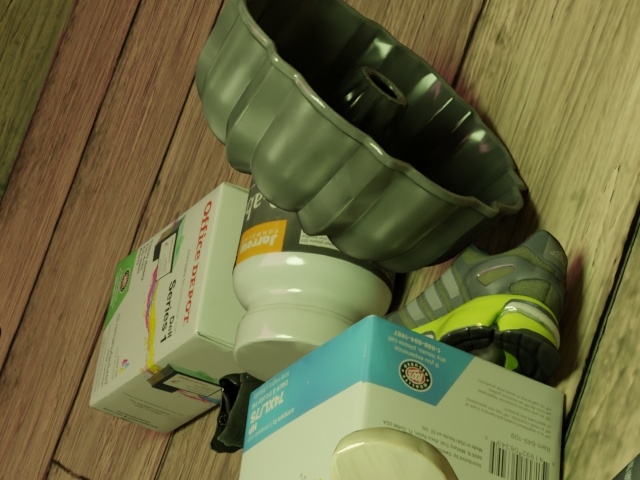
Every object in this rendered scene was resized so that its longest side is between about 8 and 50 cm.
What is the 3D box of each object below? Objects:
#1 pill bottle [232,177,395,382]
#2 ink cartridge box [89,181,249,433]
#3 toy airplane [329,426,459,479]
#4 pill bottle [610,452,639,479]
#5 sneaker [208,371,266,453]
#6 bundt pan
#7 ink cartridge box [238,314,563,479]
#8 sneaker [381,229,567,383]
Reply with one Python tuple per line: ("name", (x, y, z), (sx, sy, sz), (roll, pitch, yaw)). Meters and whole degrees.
("pill bottle", (0.000, 0.000, 1.787), (0.162, 0.162, 0.278), (-31, 42, 53))
("ink cartridge box", (-0.145, 0.082, 2.072), (0.278, 0.117, 0.201), (-34, 40, 50))
("toy airplane", (0.103, 0.342, 1.004), (0.272, 0.386, 0.384), (-33, -27, -50))
("pill bottle", (0.199, 0.249, 1.199), (0.246, 0.130, 0.130), (-51, 29, 32))
("sneaker", (-0.065, 0.152, 1.880), (0.051, 0.089, 0.170), (-35, 40, 51))
("bundt pan", (0.021, -0.097, 1.608), (0.124, 0.331, 0.331), (-49, 29, 21))
("ink cartridge box", (0.055, 0.241, 1.421), (0.197, 0.198, 0.270), (-36, 38, 49))
("sneaker", (0.123, 0.074, 1.568), (0.300, 0.111, 0.121), (-19, 39, 55))
